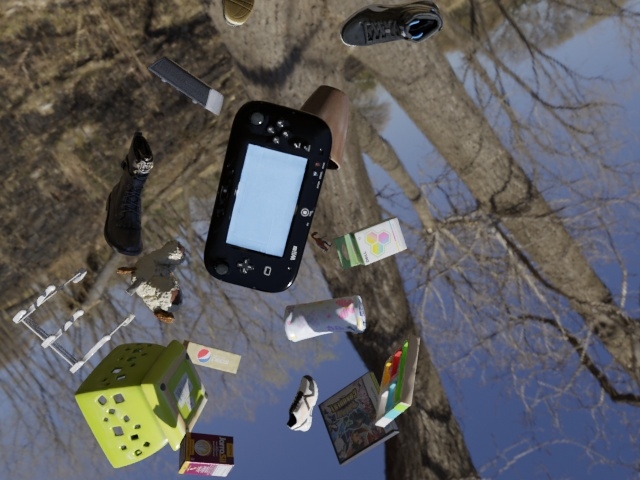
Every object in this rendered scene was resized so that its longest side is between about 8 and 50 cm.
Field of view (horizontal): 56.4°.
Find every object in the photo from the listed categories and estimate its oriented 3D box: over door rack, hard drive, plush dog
[{"bbox_3d":[-0.732,0.222,1.827,0.108,0.239,0.324,-43,-174,25],"label":"over door rack"},{"bbox_3d":[-0.312,-0.371,1.438,0.054,0.172,0.254,-55,-172,5],"label":"hard drive"},{"bbox_3d":[-0.553,0.154,2.010,0.211,0.225,0.262,-4,-125,-3],"label":"plush dog"}]

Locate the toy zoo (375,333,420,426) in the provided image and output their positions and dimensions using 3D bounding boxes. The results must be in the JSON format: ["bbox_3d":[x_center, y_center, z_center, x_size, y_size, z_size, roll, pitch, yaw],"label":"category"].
[{"bbox_3d":[0.207,0.402,1.667,0.293,0.030,0.192,111,-5,-59],"label":"toy zoo"}]

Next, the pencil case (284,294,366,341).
[{"bbox_3d":[0.016,0.259,1.981,0.273,0.124,0.113,-9,180,10],"label":"pencil case"}]

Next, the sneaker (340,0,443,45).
[{"bbox_3d":[0.147,-0.448,1.247,0.217,0.079,0.121,-13,-147,8],"label":"sneaker"}]

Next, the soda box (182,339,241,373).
[{"bbox_3d":[-0.347,0.366,1.878,0.058,0.181,0.061,-5,-114,62],"label":"soda box"}]

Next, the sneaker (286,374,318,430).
[{"bbox_3d":[-0.035,0.309,1.131,0.044,0.109,0.040,9,179,-38],"label":"sneaker"}]

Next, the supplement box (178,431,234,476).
[{"bbox_3d":[-0.190,0.357,0.994,0.043,0.083,0.055,-59,-151,36],"label":"supplement box"}]

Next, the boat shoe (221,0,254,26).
[{"bbox_3d":[-0.148,-0.430,1.052,0.049,0.056,0.152,-39,-139,53],"label":"boat shoe"}]

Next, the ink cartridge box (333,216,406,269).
[{"bbox_3d":[0.160,0.010,1.910,0.209,0.109,0.062,-20,-173,-13],"label":"ink cartridge box"}]

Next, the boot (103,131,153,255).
[{"bbox_3d":[-0.472,-0.119,1.493,0.091,0.263,0.229,6,134,-35],"label":"boot"}]

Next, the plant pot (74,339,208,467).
[{"bbox_3d":[-0.417,0.383,1.460,0.207,0.227,0.228,-14,-161,16],"label":"plant pot"}]

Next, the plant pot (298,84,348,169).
[{"bbox_3d":[0.003,-0.379,1.952,0.215,0.215,0.230,5,-107,69],"label":"plant pot"}]

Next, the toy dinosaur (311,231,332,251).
[{"bbox_3d":[0.000,0.000,2.050,0.047,0.082,0.090,-56,172,4],"label":"toy dinosaur"}]

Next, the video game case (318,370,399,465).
[{"bbox_3d":[0.137,0.671,2.255,0.275,0.035,0.248,-39,-126,21],"label":"video game case"}]

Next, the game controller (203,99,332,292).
[{"bbox_3d":[-0.091,-0.068,1.007,0.167,0.319,0.067,17,-164,5],"label":"game controller"}]
